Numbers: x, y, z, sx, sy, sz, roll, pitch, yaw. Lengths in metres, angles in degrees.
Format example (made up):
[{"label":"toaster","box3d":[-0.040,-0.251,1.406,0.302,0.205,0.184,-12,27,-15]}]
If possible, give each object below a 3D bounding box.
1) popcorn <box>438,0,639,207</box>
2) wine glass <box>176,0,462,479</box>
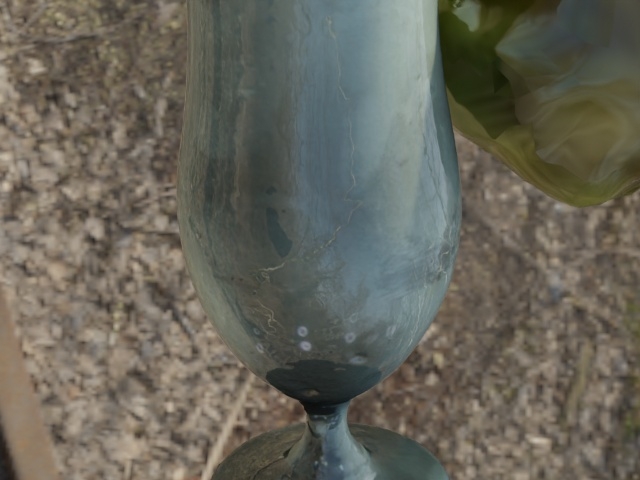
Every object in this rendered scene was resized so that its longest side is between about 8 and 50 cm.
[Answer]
[{"label":"popcorn","box3d":[0.124,-0.171,0.531,0.312,0.312,0.312,5,84,-52]},{"label":"wine glass","box3d":[0.000,0.000,0.421,0.093,0.093,0.202,-32,129,-49]}]
